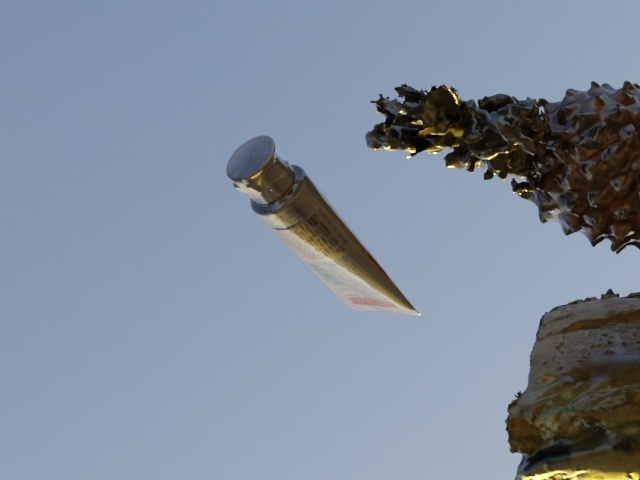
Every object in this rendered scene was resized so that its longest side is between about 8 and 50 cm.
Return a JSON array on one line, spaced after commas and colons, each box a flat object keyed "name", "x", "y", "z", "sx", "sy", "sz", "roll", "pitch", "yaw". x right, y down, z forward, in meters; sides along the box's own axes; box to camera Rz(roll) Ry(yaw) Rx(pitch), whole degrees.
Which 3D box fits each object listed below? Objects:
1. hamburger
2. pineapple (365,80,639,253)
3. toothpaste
[{"name": "hamburger", "x": 0.300, "y": 0.151, "z": 1.634, "sx": 0.309, "sy": 0.211, "sz": 0.132, "roll": -51, "pitch": -46, "yaw": -62}, {"name": "pineapple", "x": 0.220, "y": -0.081, "z": 1.623, "sx": 0.361, "sy": 0.175, "sz": 0.175, "roll": 7, "pitch": -75, "yaw": -15}, {"name": "toothpaste", "x": 0.000, "y": 0.000, "z": 1.547, "sx": 0.234, "sy": 0.089, "sz": 0.057, "roll": 50, "pitch": -121, "yaw": -36}]
